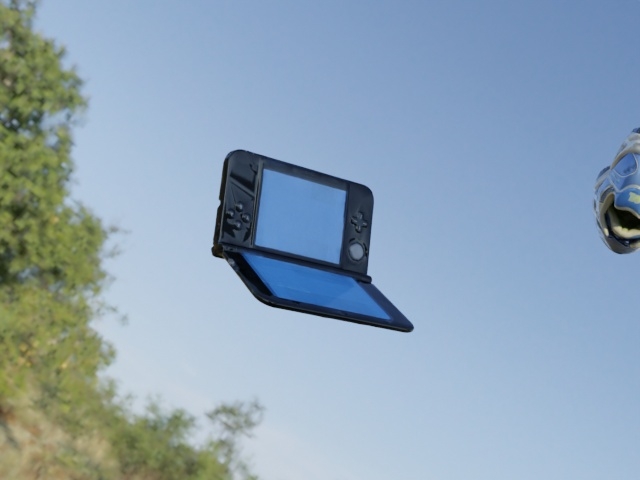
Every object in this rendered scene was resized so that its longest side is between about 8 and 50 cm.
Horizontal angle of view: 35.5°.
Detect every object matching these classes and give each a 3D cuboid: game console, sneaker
[{"bbox_3d":[0.000,0.000,0.644,0.122,0.107,0.071,14,-14,-35],"label":"game console"},{"bbox_3d":[0.294,-0.030,0.970,0.080,0.081,0.211,25,-16,19],"label":"sneaker"}]
